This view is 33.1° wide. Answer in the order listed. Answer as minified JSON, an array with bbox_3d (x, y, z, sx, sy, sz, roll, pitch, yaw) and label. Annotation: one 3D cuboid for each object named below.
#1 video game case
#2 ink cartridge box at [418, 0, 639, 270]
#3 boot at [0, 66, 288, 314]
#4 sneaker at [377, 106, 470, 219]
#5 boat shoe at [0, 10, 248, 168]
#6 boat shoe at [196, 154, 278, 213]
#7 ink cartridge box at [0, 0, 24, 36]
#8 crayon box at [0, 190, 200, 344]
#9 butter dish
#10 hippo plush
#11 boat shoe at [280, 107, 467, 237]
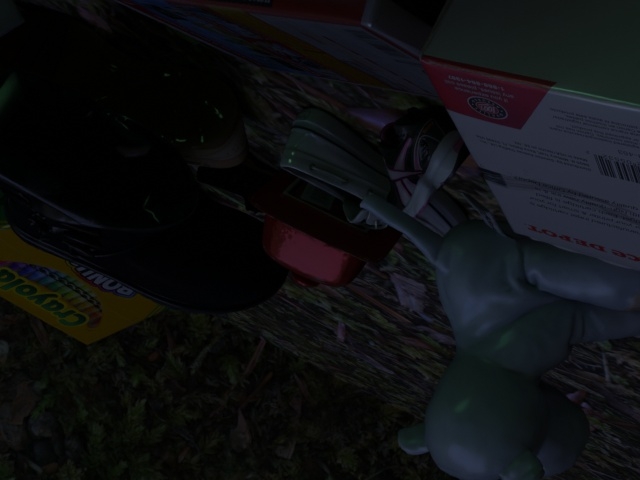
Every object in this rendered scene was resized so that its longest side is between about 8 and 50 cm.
[{"bbox_3d":[-0.011,-0.158,0.837,0.285,0.025,0.204,16,180,39],"label":"video game case"},{"bbox_3d":[0.192,-0.074,0.710,0.172,0.100,0.237,19,163,33],"label":"ink cartridge box"},{"bbox_3d":[-0.175,-0.031,1.160,0.367,0.146,0.445,13,167,-10],"label":"boot"},{"bbox_3d":[0.088,-0.079,1.006,0.077,0.072,0.178,39,159,3],"label":"sneaker"},{"bbox_3d":[-0.242,-0.157,1.214,0.341,0.121,0.110,23,165,16],"label":"boat shoe"},{"bbox_3d":[-0.076,-0.061,1.374,0.178,0.060,0.064,29,167,-5],"label":"boat shoe"},{"bbox_3d":[-0.454,-0.327,1.139,0.275,0.060,0.239,15,137,45],"label":"ink cartridge box"},{"bbox_3d":[-0.345,0.006,1.667,0.313,0.106,0.363,-25,145,15],"label":"crayon box"},{"bbox_3d":[0.000,0.000,1.217,0.160,0.118,0.160,27,-152,7],"label":"butter dish"},{"bbox_3d":[0.196,0.107,0.969,0.234,0.236,0.294,1,168,41],"label":"hippo plush"},{"bbox_3d":[0.051,-0.048,1.137,0.226,0.075,0.083,32,166,-18],"label":"boat shoe"}]
